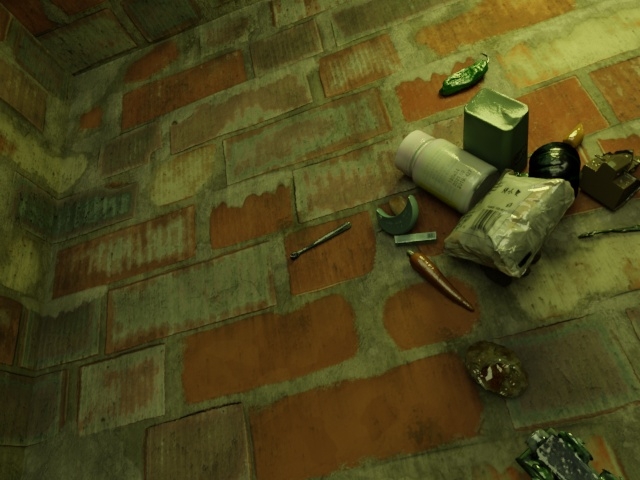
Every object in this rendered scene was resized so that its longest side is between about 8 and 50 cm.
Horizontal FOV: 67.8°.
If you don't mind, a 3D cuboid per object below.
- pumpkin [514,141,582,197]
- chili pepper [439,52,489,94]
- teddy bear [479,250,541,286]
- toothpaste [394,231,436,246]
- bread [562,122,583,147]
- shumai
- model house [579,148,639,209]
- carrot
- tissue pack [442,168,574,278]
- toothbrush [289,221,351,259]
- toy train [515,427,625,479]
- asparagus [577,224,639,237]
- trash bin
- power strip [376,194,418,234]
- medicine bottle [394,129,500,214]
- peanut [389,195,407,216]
[{"bbox_3d":[0.819,-0.236,1.742,0.248,0.248,0.247,-8,61,15],"label":"pumpkin"},{"bbox_3d":[0.656,-0.740,2.154,0.257,0.074,0.100,-28,59,4],"label":"chili pepper"},{"bbox_3d":[0.669,0.066,1.698,0.177,0.140,0.190,41,100,14],"label":"teddy bear"},{"bbox_3d":[0.376,-0.004,1.882,0.164,0.046,0.034,-7,64,16],"label":"toothpaste"},{"bbox_3d":[1.010,-0.413,1.877,0.103,0.049,0.062,-42,58,-3],"label":"bread"},{"bbox_3d":[0.563,0.407,1.528,0.161,0.153,0.209,-44,63,2],"label":"shumai"},{"bbox_3d":[1.094,-0.266,1.724,0.248,0.176,0.181,-32,56,-18],"label":"model house"},{"bbox_3d":[0.440,0.149,1.779,0.069,0.069,0.336,-41,65,-5],"label":"carrot"},{"bbox_3d":[0.614,-0.076,1.611,0.390,0.195,0.375,-51,20,0],"label":"tissue pack"},{"bbox_3d":[0.000,0.000,2.020,0.297,0.030,0.030,-29,83,1],"label":"toothbrush"},{"bbox_3d":[0.693,0.664,1.306,0.173,0.248,0.307,-40,59,-7],"label":"toy train"},{"bbox_3d":[1.038,-0.034,1.687,0.233,0.023,0.022,-8,17,14],"label":"asparagus"},{"bbox_3d":[0.661,-0.385,1.811,0.158,0.343,0.223,-47,60,-6],"label":"trash bin"},{"bbox_3d":[0.301,-0.087,1.901,0.216,0.044,0.137,-24,77,45],"label":"power strip"},{"bbox_3d":[0.494,-0.274,1.885,0.213,0.213,0.379,-45,59,-7],"label":"medicine bottle"},{"bbox_3d":[0.337,-0.126,1.946,0.076,0.076,0.152,-37,61,-2],"label":"peanut"}]
